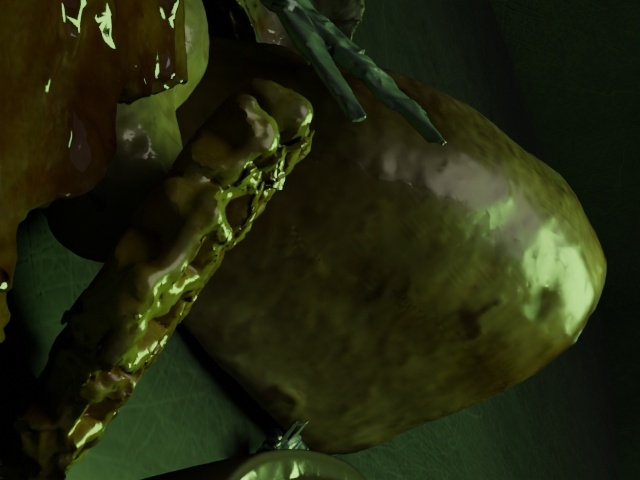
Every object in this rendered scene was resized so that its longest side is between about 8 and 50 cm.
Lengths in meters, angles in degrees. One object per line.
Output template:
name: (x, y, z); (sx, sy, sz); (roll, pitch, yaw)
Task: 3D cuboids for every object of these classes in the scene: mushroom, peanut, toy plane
mushroom: (0.028, -0.023, 0.927); (0.397, 0.314, 0.224); (50, 29, -41)
peanut: (-0.137, -0.108, 0.766); (0.125, 0.111, 0.274); (15, 61, -31)
toy plane: (-0.042, 0.180, 0.940); (0.031, 0.078, 0.083); (44, 44, 21)

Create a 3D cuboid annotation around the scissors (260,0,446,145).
scissors: (-0.032, -0.190, 0.879); (0.256, 0.029, 0.383); (17, 29, -42)

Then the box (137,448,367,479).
box: (-0.084, 0.251, 0.538); (0.301, 0.216, 0.301); (-13, 90, -72)

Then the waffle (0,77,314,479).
waffle: (-0.089, 0.025, 0.617); (0.051, 0.291, 0.291); (36, 26, -1)

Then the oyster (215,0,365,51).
oyster: (-0.057, -0.249, 1.130); (0.204, 0.111, 0.396); (17, 60, -47)

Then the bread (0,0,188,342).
bread: (-0.191, -0.079, 0.502); (0.314, 0.192, 0.370); (-3, 96, -76)
